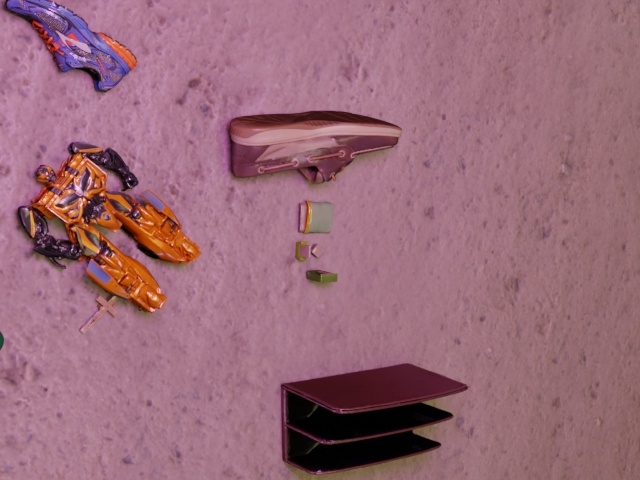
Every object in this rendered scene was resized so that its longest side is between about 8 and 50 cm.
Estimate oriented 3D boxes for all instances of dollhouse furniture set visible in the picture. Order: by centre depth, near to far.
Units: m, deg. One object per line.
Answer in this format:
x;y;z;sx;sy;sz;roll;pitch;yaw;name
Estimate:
0.000;0.000;1.794;0.076;0.058;0.152;0;94;-33;dollhouse furniture set

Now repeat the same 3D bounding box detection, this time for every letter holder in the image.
0.109;0.342;1.801;0.301;0.214;0.152;-4;97;-32;letter holder

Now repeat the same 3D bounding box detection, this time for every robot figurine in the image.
-0.341;-0.024;1.560;0.291;0.085;0.211;44;67;-27;robot figurine

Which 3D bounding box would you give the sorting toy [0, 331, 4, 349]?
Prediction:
-0.577;0.055;1.443;0.132;0.046;0.275;-18;104;-30;sorting toy

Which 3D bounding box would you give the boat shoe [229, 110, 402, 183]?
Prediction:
-0.008;-0.164;1.750;0.342;0.123;0.123;-7;112;-32;boat shoe

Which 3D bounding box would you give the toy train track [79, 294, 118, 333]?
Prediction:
-0.370;0.121;1.600;0.083;0.014;0.048;-47;124;-13;toy train track

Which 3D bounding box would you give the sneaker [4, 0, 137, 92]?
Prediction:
-0.396;-0.310;1.507;0.221;0.083;0.087;31;86;-27;sneaker
